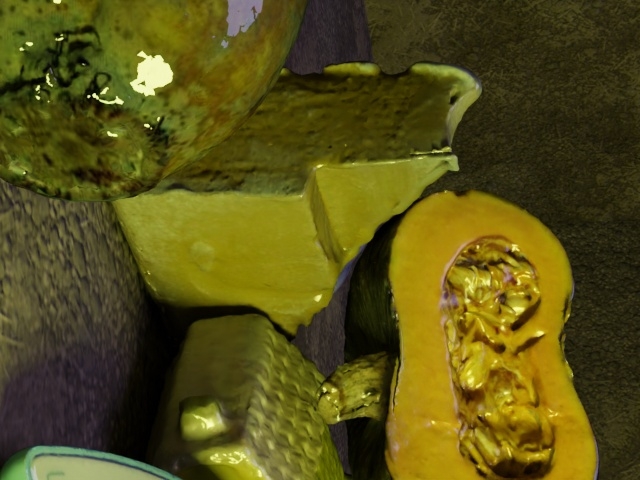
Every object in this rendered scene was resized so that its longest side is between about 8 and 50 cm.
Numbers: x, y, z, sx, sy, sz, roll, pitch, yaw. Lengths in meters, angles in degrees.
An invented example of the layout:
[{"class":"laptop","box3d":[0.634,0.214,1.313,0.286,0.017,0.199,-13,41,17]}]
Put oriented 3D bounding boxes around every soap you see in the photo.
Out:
[{"class":"soap","box3d":[0.000,0.000,1.289,0.339,0.304,0.169,75,18,-53]}]

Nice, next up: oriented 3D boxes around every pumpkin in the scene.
[{"class":"pumpkin","box3d":[0.095,0.141,1.268,0.232,0.242,0.325,132,-39,-61]}]

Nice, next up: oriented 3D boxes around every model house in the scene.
[{"class":"model house","box3d":[-0.063,0.189,1.226,0.193,0.174,0.234,-81,168,-54]}]

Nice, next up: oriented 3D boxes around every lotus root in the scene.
[{"class":"lotus root","box3d":[-0.117,-0.196,0.862,0.250,0.250,0.346,69,24,-64]}]

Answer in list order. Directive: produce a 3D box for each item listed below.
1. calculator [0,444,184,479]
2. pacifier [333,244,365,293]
[{"class":"calculator","box3d":[-0.104,0.293,0.981,0.386,0.054,0.256,39,44,-49]},{"class":"pacifier","box3d":[-0.046,-0.047,1.568,0.207,0.227,0.279,39,30,-20]}]
